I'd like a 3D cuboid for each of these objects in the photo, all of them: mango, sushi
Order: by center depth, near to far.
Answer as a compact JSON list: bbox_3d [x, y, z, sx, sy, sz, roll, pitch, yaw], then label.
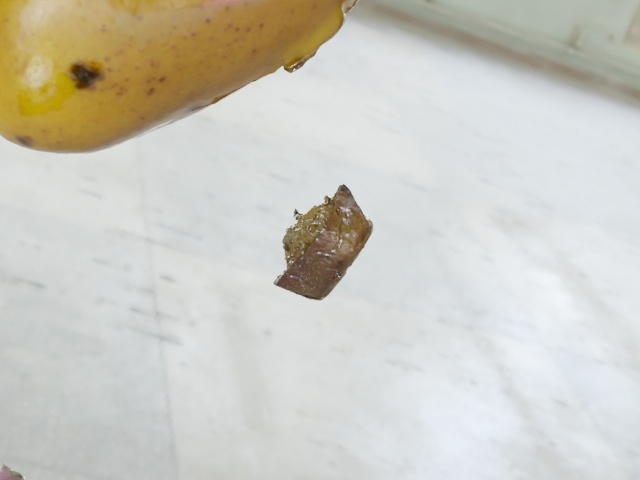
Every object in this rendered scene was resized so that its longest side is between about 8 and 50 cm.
[{"bbox_3d":[-0.086,-0.173,0.790,0.191,0.290,0.160,48,-10,-31],"label":"mango"},{"bbox_3d":[-0.001,0.002,1.074,0.060,0.118,0.061,35,28,-2],"label":"sushi"}]

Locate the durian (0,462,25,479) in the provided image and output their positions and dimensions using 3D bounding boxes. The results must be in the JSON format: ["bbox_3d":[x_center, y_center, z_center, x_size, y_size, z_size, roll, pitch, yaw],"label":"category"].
[{"bbox_3d":[-0.214,0.174,0.643,0.341,0.191,0.112,47,4,39],"label":"durian"}]
